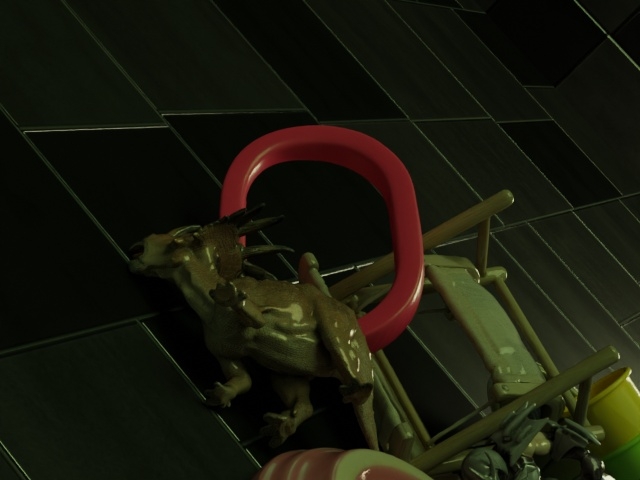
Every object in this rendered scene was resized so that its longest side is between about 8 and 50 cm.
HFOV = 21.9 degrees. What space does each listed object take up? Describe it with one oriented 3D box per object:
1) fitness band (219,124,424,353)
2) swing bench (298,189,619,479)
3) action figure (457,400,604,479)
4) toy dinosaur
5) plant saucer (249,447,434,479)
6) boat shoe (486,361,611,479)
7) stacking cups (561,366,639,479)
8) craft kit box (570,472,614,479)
[{"bbox_3d":[0.000,0.000,1.705,0.209,0.054,0.291,-1,51,-4],"label":"fitness band"},{"bbox_3d":[0.137,0.116,1.741,0.165,0.254,0.253,87,-20,-51],"label":"swing bench"},{"bbox_3d":[0.220,0.267,1.657,0.285,0.185,0.099,36,12,-47],"label":"action figure"},{"bbox_3d":[-0.036,0.074,1.558,0.295,0.127,0.200,33,28,-13],"label":"toy dinosaur"},{"bbox_3d":[0.078,0.302,1.430,0.332,0.084,0.332,38,20,-17],"label":"plant saucer"},{"bbox_3d":[0.296,0.234,1.966,0.302,0.113,0.103,47,16,-27],"label":"boat shoe"},{"bbox_3d":[0.387,0.297,1.826,0.316,0.096,0.096,57,20,1],"label":"stacking cups"},{"bbox_3d":[0.390,0.398,1.841,0.246,0.061,0.250,26,37,-37],"label":"craft kit box"}]
